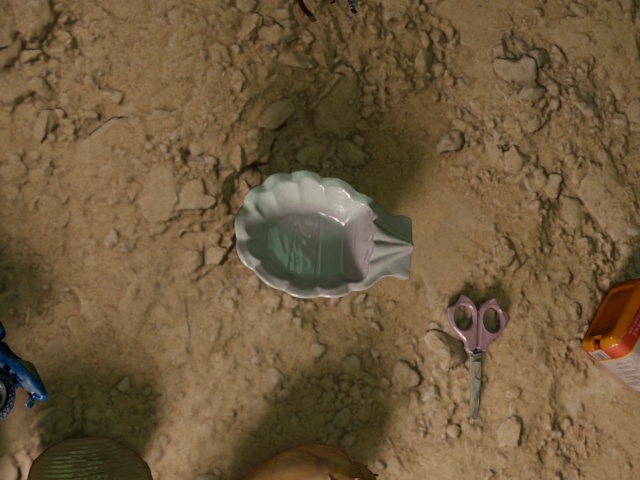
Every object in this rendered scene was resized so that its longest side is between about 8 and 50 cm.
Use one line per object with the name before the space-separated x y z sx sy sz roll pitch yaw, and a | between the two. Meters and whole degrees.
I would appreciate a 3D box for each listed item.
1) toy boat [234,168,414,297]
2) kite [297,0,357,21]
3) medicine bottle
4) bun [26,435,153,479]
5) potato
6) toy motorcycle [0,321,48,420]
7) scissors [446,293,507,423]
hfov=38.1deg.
toy boat | 0.000 0.000 1.442 0.290 0.100 0.199 9 77 -16
kite | -0.048 -0.513 1.575 0.169 0.015 0.310 -17 83 -20
medicine bottle | 0.580 0.184 1.590 0.222 0.112 0.149 37 71 -8
bun | -0.315 0.357 1.258 0.173 0.113 0.167 17 33 -3
potato | -0.026 0.373 1.345 0.234 0.128 0.161 9 72 -11
toy motorcycle | -0.470 0.133 1.260 0.135 0.092 0.254 -34 73 -16
scissors | 0.257 0.195 1.531 0.110 0.021 0.212 7 76 -15
